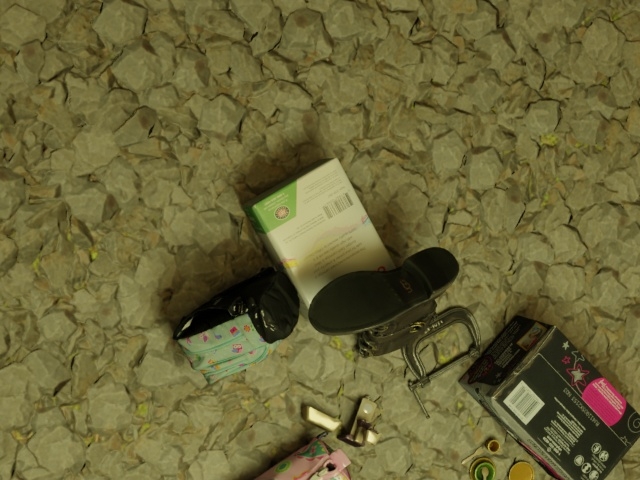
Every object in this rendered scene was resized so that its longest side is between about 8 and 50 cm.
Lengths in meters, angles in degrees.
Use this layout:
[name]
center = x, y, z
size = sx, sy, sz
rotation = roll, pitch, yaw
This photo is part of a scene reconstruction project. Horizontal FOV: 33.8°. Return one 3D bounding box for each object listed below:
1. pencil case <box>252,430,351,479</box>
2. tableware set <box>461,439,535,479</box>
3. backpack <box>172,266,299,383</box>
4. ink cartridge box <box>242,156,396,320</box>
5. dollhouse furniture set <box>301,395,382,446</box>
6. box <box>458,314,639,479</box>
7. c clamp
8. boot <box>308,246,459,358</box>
[pencil case]
center = -0.078, 0.415, 1.605
size = 0.284, 0.124, 0.124
rotation = -32, 101, -11
[tableware set]
center = 0.315, 0.404, 1.772
size = 0.104, 0.024, 0.154
rotation = -33, 97, -13
[backpack]
center = -0.127, 0.130, 1.556
size = 0.182, 0.152, 0.115
rotation = -27, 97, 23
[ink cartridge box]
center = 0.000, 0.000, 1.625
size = 0.154, 0.093, 0.212
rotation = -31, 100, -13
[dollhouse furniture set]
center = 0.039, 0.265, 1.663
size = 0.114, 0.091, 0.081
rotation = 28, 69, -13
[box]
center = 0.378, 0.269, 1.729
size = 0.247, 0.142, 0.163
rotation = 45, 81, -13
[c clamp]
center = 0.203, 0.192, 1.736
size = 0.161, 0.022, 0.137
rotation = -33, 96, -11
[boot]
center = 0.090, 0.123, 1.596
size = 0.263, 0.229, 0.091
rotation = -19, 64, -21
